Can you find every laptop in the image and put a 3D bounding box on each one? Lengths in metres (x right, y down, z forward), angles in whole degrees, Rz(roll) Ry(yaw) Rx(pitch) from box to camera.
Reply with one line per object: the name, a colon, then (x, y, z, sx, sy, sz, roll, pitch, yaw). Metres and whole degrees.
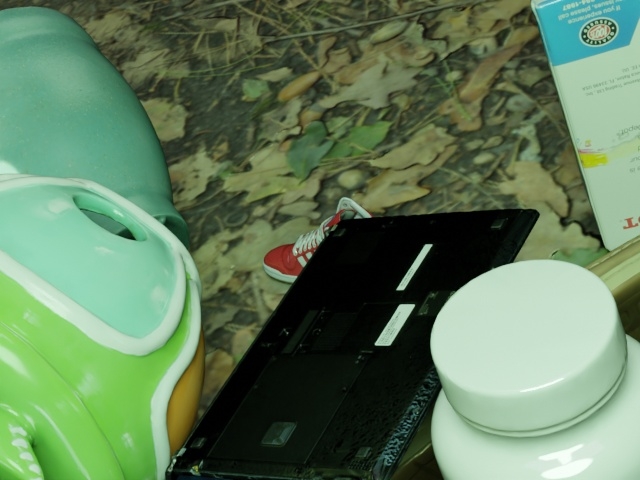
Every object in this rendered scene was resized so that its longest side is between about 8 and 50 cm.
laptop: (0.015, 0.107, 1.047, 0.264, 0.136, 0.234, -3, 41, 40)

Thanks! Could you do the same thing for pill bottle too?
pill bottle: (0.142, 0.133, 0.903, 0.136, 0.245, 0.136, -14, 39, 11)

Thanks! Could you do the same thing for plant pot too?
plant pot: (-0.231, -0.012, 1.267, 0.293, 0.293, 0.196, -40, 68, -21)

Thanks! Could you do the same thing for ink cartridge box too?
ink cartridge box: (0.258, -0.144, 1.188, 0.171, 0.232, 0.168, -16, 36, 9)

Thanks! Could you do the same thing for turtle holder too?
turtle holder: (-0.224, 0.066, 1.056, 0.320, 0.243, 0.227, 17, 48, 28)

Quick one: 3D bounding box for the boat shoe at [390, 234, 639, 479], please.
boat shoe: (0.148, 0.073, 1.074, 0.341, 0.121, 0.110, -32, 39, -10)

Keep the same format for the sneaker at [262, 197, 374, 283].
sneaker: (0.000, 0.000, 1.277, 0.118, 0.067, 0.042, -1, 42, 26)
